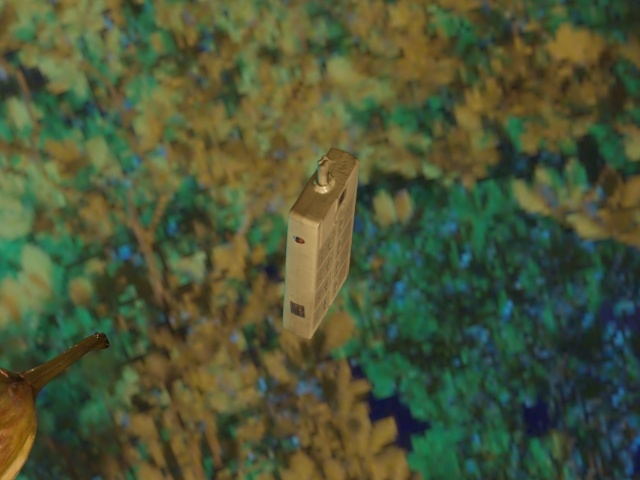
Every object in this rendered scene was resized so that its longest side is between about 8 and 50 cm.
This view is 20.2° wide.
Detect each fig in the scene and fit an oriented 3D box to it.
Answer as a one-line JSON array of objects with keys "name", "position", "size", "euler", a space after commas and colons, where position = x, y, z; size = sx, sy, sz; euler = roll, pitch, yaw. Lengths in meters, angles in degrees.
[{"name": "fig", "position": [-0.302, 0.158, 1.758], "size": [0.245, 0.149, 0.149], "euler": [-36, -137, -21]}]

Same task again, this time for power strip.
[{"name": "power strip", "position": [0.000, 0.000, 0.918], "size": [0.019, 0.136, 0.051], "euler": [26, -121, 13]}]
